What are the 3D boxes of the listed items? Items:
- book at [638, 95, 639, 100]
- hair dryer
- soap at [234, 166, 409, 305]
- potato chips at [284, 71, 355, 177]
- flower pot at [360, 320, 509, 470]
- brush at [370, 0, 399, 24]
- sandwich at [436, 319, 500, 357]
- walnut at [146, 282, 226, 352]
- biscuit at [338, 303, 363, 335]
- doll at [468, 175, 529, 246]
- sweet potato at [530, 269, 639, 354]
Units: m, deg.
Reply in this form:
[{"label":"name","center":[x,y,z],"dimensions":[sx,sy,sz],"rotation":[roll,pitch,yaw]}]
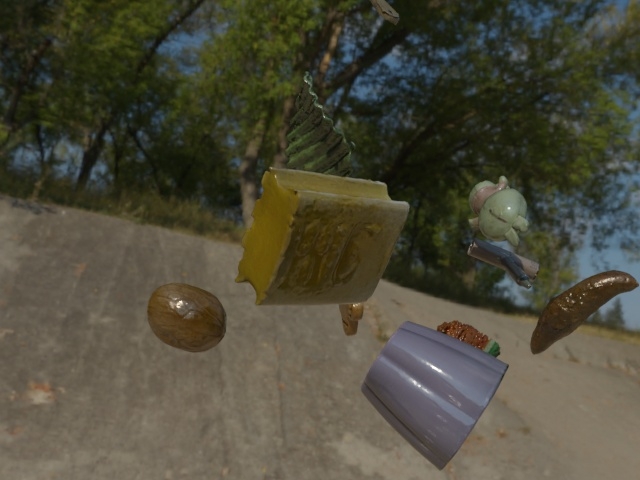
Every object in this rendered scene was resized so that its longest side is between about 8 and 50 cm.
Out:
[{"label":"book","center":[0.895,-0.318,1.691],"dimensions":[0.232,0.162,0.022],"rotation":[43,-17,24]},{"label":"hair dryer","center":[0.490,0.075,1.898],"dimensions":[0.195,0.053,0.220],"rotation":[22,19,3]},{"label":"soap","center":[0.000,0.000,1.623],"dimensions":[0.335,0.293,0.156],"rotation":[4,26,-39]},{"label":"potato chips","center":[-0.017,-0.336,2.387],"dimensions":[0.097,0.373,0.389],"rotation":[-21,-28,-24]},{"label":"flower pot","center":[0.234,0.308,1.542],"dimensions":[0.243,0.265,0.265],"rotation":[36,0,15]},{"label":"brush","center":[0.137,-0.636,1.803],"dimensions":[0.070,0.065,0.327],"rotation":[19,32,-32]},{"label":"sandwich","center":[0.369,0.284,1.908],"dimensions":[0.185,0.160,0.109],"rotation":[-21,-7,-32]},{"label":"walnut","center":[-0.329,0.188,1.764],"dimensions":[0.207,0.167,0.167],"rotation":[21,-5,8]},{"label":"biscuit","center":[0.092,0.121,2.229],"dimensions":[0.052,0.275,0.355],"rotation":[-1,-50,-7]},{"label":"doll","center":[0.443,-0.075,1.815],"dimensions":[0.113,0.155,0.275],"rotation":[28,19,-11]},{"label":"sweet potato","center":[0.638,0.181,1.833],"dimensions":[0.114,0.092,0.341],"rotation":[28,-56,-24]}]
